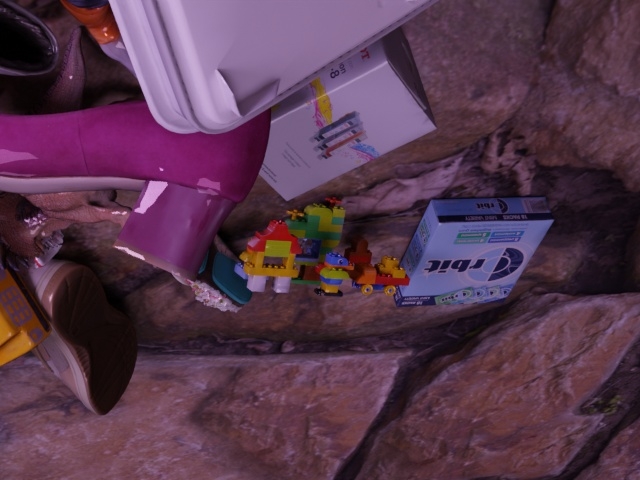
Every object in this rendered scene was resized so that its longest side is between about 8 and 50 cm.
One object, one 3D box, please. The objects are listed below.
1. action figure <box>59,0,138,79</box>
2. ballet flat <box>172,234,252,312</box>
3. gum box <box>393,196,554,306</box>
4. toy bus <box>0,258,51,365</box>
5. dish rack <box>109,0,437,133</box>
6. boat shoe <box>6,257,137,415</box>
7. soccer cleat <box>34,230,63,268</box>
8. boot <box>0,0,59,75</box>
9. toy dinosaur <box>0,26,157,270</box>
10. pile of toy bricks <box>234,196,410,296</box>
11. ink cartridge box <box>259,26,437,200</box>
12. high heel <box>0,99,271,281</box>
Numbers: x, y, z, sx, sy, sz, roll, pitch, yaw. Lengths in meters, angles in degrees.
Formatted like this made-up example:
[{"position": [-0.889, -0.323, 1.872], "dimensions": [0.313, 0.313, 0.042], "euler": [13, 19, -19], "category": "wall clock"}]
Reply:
[{"position": [-0.151, -0.259, 1.027], "dimensions": [0.341, 0.179, 0.330], "euler": [-30, 153, 27], "category": "action figure"}, {"position": [-0.155, 0.015, 1.506], "dimensions": [0.077, 0.091, 0.241], "euler": [1, 148, 23], "category": "ballet flat"}, {"position": [0.190, 0.016, 1.665], "dimensions": [0.157, 0.041, 0.184], "euler": [-2, 144, -18], "category": "gum box"}, {"position": [-0.464, 0.139, 1.476], "dimensions": [0.332, 0.108, 0.130], "euler": [-26, -173, 31], "category": "toy bus"}, {"position": [-0.009, -0.244, 1.039], "dimensions": [0.333, 0.072, 0.286], "euler": [-35, 138, -19], "category": "dish rack"}, {"position": [-0.304, 0.111, 1.581], "dimensions": [0.098, 0.109, 0.302], "euler": [20, 153, 21], "category": "boat shoe"}, {"position": [-0.303, 0.007, 1.446], "dimensions": [0.035, 0.083, 0.029], "euler": [-29, 104, 2], "category": "soccer cleat"}, {"position": [-0.344, -0.178, 1.060], "dimensions": [0.189, 0.208, 0.076], "euler": [10, 96, -46], "category": "boot"}, {"position": [-0.271, -0.068, 1.309], "dimensions": [0.200, 0.127, 0.296], "euler": [-4, 140, -4], "category": "toy dinosaur"}, {"position": [0.000, 0.000, 1.531], "dimensions": [0.212, 0.118, 0.105], "euler": [4, 105, -28], "category": "pile of toy bricks"}, {"position": [0.002, -0.149, 1.277], "dimensions": [0.176, 0.128, 0.127], "euler": [-25, 144, 14], "category": "ink cartridge box"}, {"position": [-0.236, -0.118, 1.182], "dimensions": [0.377, 0.181, 0.127], "euler": [25, 177, 0], "category": "high heel"}]
